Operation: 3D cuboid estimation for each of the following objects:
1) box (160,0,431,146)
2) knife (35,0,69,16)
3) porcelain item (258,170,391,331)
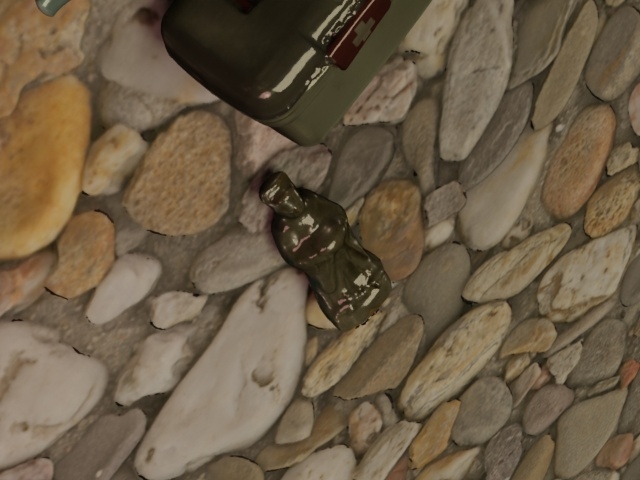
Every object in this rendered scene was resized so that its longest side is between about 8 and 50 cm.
[{"bbox_3d":[-0.011,-0.189,0.989,0.210,0.148,0.129,-52,155,0],"label":"box"},{"bbox_3d":[-0.117,-0.212,0.889,0.210,0.015,0.028,-37,148,-29],"label":"knife"},{"bbox_3d":[0.000,0.000,1.232,0.081,0.069,0.215,-42,138,-7],"label":"porcelain item"}]
